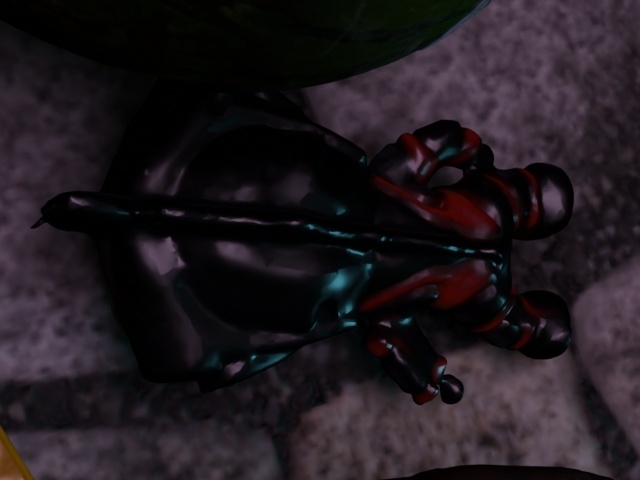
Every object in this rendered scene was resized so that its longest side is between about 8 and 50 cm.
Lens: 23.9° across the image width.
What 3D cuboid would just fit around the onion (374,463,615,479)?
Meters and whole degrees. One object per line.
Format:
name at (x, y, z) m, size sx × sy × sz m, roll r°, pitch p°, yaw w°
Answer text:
onion at (0.044, 0.208, 0.470) m, size 0.272 × 0.195 × 0.272 m, roll 25°, pitch 51°, yaw -36°

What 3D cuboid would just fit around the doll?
doll at (-0.001, 0.002, 0.632) m, size 0.248 × 0.088 × 0.127 m, roll 2°, pitch 58°, yaw -33°

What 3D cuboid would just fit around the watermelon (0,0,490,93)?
watermelon at (-0.043, -0.233, 0.524) m, size 0.363 × 0.363 × 0.363 m, roll 5°, pitch 77°, yaw -23°

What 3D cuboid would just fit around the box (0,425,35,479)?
box at (-0.226, 0.136, 0.404) m, size 0.283 × 0.259 × 0.214 m, roll -32°, pitch 94°, yaw -26°
